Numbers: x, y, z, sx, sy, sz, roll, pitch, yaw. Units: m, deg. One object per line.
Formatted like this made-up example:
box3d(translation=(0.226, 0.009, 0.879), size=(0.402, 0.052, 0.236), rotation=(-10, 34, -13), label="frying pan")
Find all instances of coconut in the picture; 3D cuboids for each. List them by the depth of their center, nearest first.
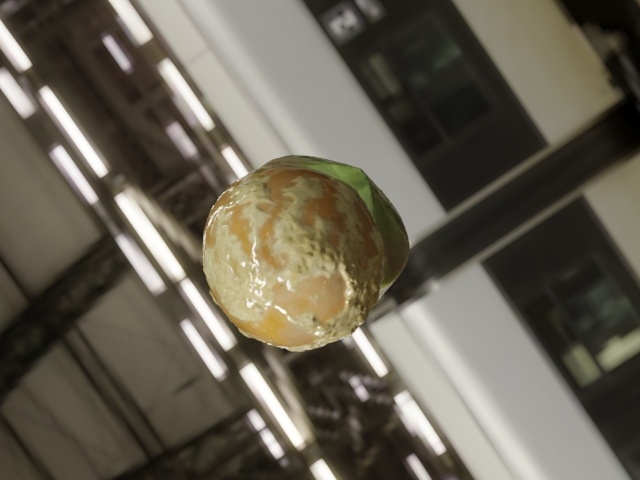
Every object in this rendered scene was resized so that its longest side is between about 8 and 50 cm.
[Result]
box3d(translation=(0.000, 0.000, 2.286), size=(0.205, 0.236, 0.236), rotation=(-12, -117, -45), label="coconut")

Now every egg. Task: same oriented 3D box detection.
box3d(translation=(-0.033, 0.014, 2.039), size=(0.203, 0.203, 0.245), rotation=(52, 176, -36), label="egg")
